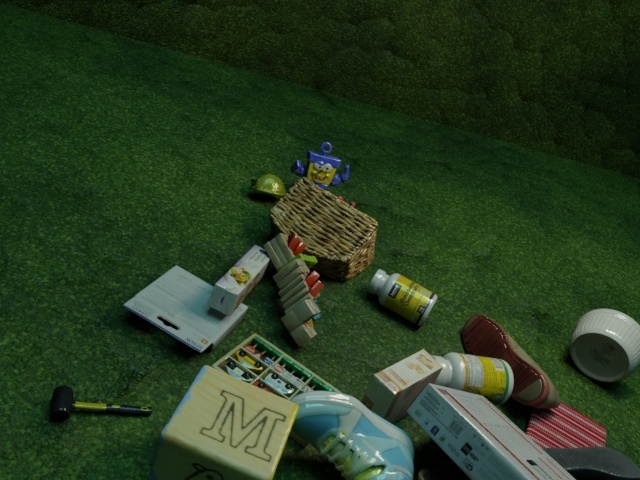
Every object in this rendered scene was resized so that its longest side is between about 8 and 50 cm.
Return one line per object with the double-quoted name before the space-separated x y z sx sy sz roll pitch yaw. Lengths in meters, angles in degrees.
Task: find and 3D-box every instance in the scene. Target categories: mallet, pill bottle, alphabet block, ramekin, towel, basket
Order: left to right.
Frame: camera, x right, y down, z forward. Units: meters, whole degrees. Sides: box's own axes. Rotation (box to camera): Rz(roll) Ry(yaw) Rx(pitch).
"mallet" -0.425 0.316 1.249 0.190 0.039 0.062 8 37 -29
"alphabet block" -0.174 0.377 1.156 0.197 0.192 0.193 22 33 3
"basket" 0.000 0.000 1.942 0.299 0.223 0.213 33 65 17
"pill bottle" 0.230 0.157 1.828 0.184 0.103 0.103 29 32 12
"pill bottle" 0.363 0.343 1.607 0.208 0.117 0.117 11 32 -18
"towel" 0.606 0.502 1.595 0.199 0.031 0.275 30 32 13
"ramekin" 0.827 0.312 1.868 0.207 0.207 0.109 36 43 23

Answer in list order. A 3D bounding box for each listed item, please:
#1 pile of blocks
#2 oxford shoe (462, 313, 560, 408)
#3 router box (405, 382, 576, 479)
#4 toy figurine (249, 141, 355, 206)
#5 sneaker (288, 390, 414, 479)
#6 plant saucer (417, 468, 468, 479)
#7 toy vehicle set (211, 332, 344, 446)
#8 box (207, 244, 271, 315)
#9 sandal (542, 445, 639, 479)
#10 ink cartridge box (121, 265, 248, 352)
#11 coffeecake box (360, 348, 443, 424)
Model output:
"pile of blocks" -0.037 0.111 1.677 0.149 0.113 0.362 34 27 -40
"oxford shoe" 0.508 0.333 1.741 0.130 0.123 0.348 31 17 -35
"router box" 0.381 0.451 1.342 0.301 0.082 0.335 26 12 -50
"toy figurine" -0.036 -0.237 2.140 0.363 0.217 0.191 13 22 -13
"sneaker" 0.068 0.427 1.232 0.319 0.127 0.208 30 29 -22
"plant saucer" 0.313 0.530 1.249 0.278 0.041 0.278 23 -1 0
"toy vehicle set" -0.093 0.325 1.433 0.267 0.035 0.166 32 32 16
"box" -0.196 0.094 1.638 0.063 0.067 0.324 26 18 3
"sandal" 0.618 0.527 1.494 0.255 0.054 0.097 8 24 -5
"ink cartridge box" -0.319 0.170 1.523 0.223 0.045 0.224 29 30 10
"coffeecake box" 0.177 0.345 1.464 0.185 0.142 0.068 -14 45 -45
